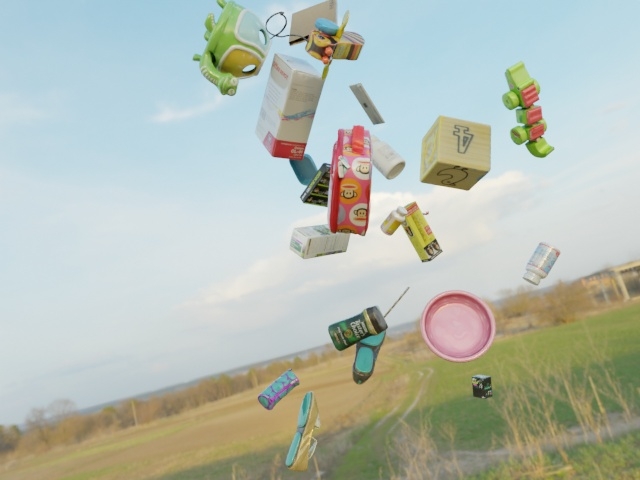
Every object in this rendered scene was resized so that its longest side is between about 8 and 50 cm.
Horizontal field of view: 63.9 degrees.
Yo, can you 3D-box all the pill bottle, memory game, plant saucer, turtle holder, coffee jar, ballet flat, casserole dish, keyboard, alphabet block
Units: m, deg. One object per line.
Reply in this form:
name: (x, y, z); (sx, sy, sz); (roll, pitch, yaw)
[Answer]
pill bottle: (0.313, -0.427, 2.602); (0.131, 0.229, 0.131); (-32, -25, -17)
memory game: (0.337, 0.277, 2.287); (0.186, 0.012, 0.186); (-48, -10, -12)
plant saucer: (0.624, 0.395, 2.344); (0.332, 0.332, 0.084); (-16, -24, 2)
turtle holder: (-0.297, -0.668, 1.765); (0.227, 0.320, 0.243); (24, -57, -17)
coffee jar: (0.123, 0.284, 1.674); (0.184, 0.096, 0.079); (-28, -10, 16)
ballet flat: (0.162, 0.395, 1.822); (0.095, 0.096, 0.280); (18, 38, 11)
casserole dish: (-0.063, -0.313, 2.247); (0.114, 0.037, 0.188); (0, -44, 31)
keyboard: (0.225, -0.653, 2.467); (0.072, 0.014, 0.256); (7, -31, 44)
pill bottle: (0.204, -0.055, 1.415); (0.043, 0.043, 0.083); (-3, -41, -45)
alphabet block: (0.487, -0.314, 1.864); (0.197, 0.193, 0.192); (9, -21, -6)
ballet flat: (-0.041, 0.582, 1.562); (0.073, 0.232, 0.080); (24, -20, -18)
pill bottle: (0.858, 0.092, 2.001); (0.160, 0.087, 0.087); (-59, -14, -2)

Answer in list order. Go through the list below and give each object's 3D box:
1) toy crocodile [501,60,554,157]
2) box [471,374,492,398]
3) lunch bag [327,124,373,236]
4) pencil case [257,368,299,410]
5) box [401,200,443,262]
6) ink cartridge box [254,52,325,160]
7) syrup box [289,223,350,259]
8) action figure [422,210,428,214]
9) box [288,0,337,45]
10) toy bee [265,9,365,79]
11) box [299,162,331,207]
toy crocodile: (0.711, -0.440, 1.754); (0.115, 0.340, 0.105); (-27, 22, -8)
box: (0.665, 0.602, 2.111); (0.052, 0.083, 0.062); (-2, -3, -37)
lunch bag: (0.086, -0.177, 1.366); (0.120, 0.258, 0.293); (5, 31, 2)
pencil case: (-0.136, 0.494, 1.699); (0.070, 0.064, 0.152); (-22, 8, 44)
box: (0.388, -0.033, 2.021); (0.087, 0.232, 0.058); (-32, 6, -28)
ink cartridge box: (-0.113, -0.467, 1.800); (0.131, 0.226, 0.306); (5, -58, -28)
syrup box: (0.000, 0.000, 2.013); (0.237, 0.096, 0.093); (-10, 31, -42)
action figure: (0.482, -0.136, 2.568); (0.115, 0.030, 0.038); (-7, 1, -11)
box: (-0.023, -0.724, 1.696); (0.164, 0.201, 0.021); (-13, -43, 16)
toy bee: (0.015, -0.543, 1.457); (0.298, 0.162, 0.195); (-19, -36, -17)
box: (0.041, -0.213, 2.034); (0.191, 0.045, 0.184); (5, -45, -41)
